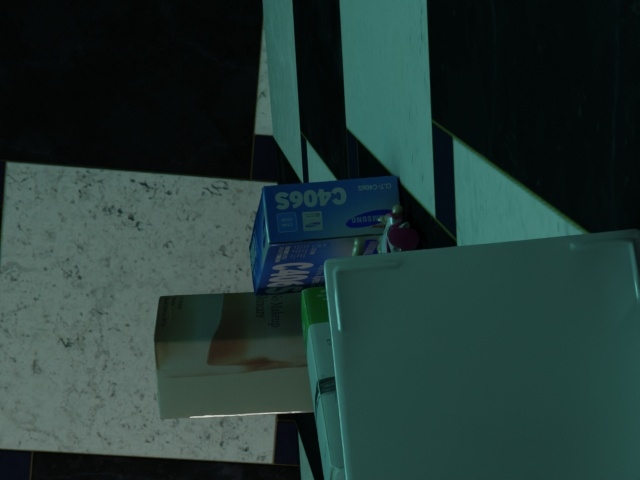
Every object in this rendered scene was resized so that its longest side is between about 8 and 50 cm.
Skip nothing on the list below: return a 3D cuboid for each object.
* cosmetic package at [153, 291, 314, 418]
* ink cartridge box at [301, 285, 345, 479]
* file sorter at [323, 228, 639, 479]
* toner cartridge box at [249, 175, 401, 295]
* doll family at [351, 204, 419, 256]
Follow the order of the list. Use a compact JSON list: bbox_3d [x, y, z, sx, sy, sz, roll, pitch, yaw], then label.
[{"bbox_3d":[-0.079,0.155,2.122,0.153,0.296,0.129,-99,7,-67],"label":"cosmetic package"},{"bbox_3d":[0.068,0.146,1.484,0.087,0.153,0.208,92,172,-53],"label":"ink cartridge box"},{"bbox_3d":[0.108,0.152,0.966,0.173,0.193,0.277,102,162,-80],"label":"file sorter"},{"bbox_3d":[0.000,0.000,1.939,0.348,0.165,0.075,111,153,-77],"label":"toner cartridge box"},{"bbox_3d":[0.054,0.094,1.718,0.163,0.118,0.262,173,92,-84],"label":"doll family"}]
